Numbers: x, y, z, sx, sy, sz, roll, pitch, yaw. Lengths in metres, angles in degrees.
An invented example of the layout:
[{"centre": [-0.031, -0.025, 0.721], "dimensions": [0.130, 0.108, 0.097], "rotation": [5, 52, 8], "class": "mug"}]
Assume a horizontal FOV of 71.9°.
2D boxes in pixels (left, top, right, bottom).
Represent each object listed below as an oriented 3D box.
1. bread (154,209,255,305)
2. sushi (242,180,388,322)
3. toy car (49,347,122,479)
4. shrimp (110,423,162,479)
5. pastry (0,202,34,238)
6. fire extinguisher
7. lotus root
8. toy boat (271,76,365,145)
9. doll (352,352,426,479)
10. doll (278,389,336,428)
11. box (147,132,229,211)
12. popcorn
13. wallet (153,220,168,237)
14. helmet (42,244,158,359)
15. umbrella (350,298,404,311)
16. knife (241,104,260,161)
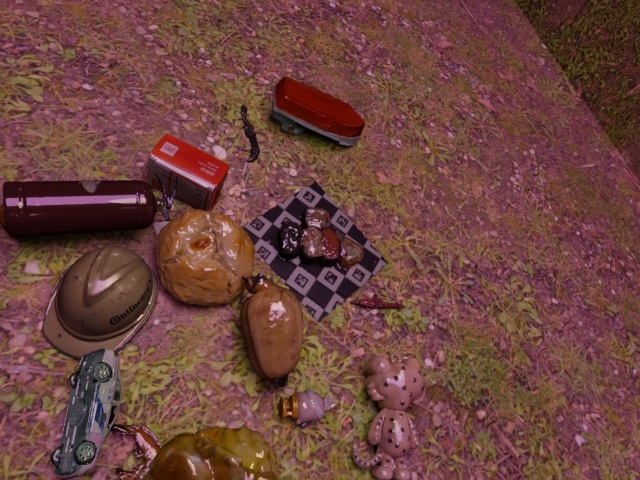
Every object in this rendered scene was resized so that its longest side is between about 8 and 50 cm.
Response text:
[{"centre": [-0.263, 0.033, 1.033], "dimensions": [0.244, 0.134, 0.244], "rotation": [10, 60, -19], "class": "bread"}, {"centre": [0.000, 0.000, 1.215], "dimensions": [0.320, 0.069, 0.339], "rotation": [-35, 79, -35], "class": "sushi"}, {"centre": [-0.426, 0.318, 0.823], "dimensions": [0.076, 0.090, 0.224], "rotation": [34, 44, -47], "class": "toy car"}, {"centre": [-0.387, 0.419, 0.810], "dimensions": [0.195, 0.035, 0.148], "rotation": [-15, 71, -38], "class": "shrimp"}, {"centre": [-0.644, -0.052, 0.963], "dimensions": [0.097, 0.057, 0.109], "rotation": [13, 59, -19], "class": "pastry"}, {"centre": [-0.476, -0.083, 0.957], "dimensions": [0.337, 0.114, 0.135], "rotation": [-4, 77, -29], "class": "fire extinguisher"}, {"centre": [-0.107, 0.198, 1.003], "dimensions": [0.140, 0.154, 0.256], "rotation": [-5, 82, -23], "class": "lotus root"}, {"centre": [-0.008, -0.385, 1.414], "dimensions": [0.332, 0.133, 0.145], "rotation": [15, 51, -28], "class": "toy boat"}, {"centre": [0.166, 0.405, 1.032], "dimensions": [0.154, 0.119, 0.278], "rotation": [20, 65, -11], "class": "doll"}, {"centre": [-0.027, 0.379, 0.985], "dimensions": [0.127, 0.073, 0.084], "rotation": [3, 93, -18], "class": "doll"}, {"centre": [-0.336, -0.163, 1.120], "dimensions": [0.182, 0.133, 0.099], "rotation": [27, 55, -9], "class": "box"}, {"centre": [-0.185, 0.428, 0.768], "dimensions": [0.237, 0.251, 0.205], "rotation": [23, 50, -26], "class": "popcorn"}, {"centre": [-0.380, -0.010, 1.086], "dimensions": [0.044, 0.011, 0.083], "rotation": [-14, 69, -30], "class": "wallet"}, {"centre": [-0.447, 0.104, 0.909], "dimensions": [0.204, 0.137, 0.257], "rotation": [23, 55, -10], "class": "helmet"}, {"centre": [0.159, 0.175, 1.211], "dimensions": [0.165, 0.025, 0.027], "rotation": [7, 37, -22], "class": "umbrella"}, {"centre": [-0.213, -0.329, 1.345], "dimensions": [0.046, 0.021, 0.222], "rotation": [0, 62, -21], "class": "knife"}]
